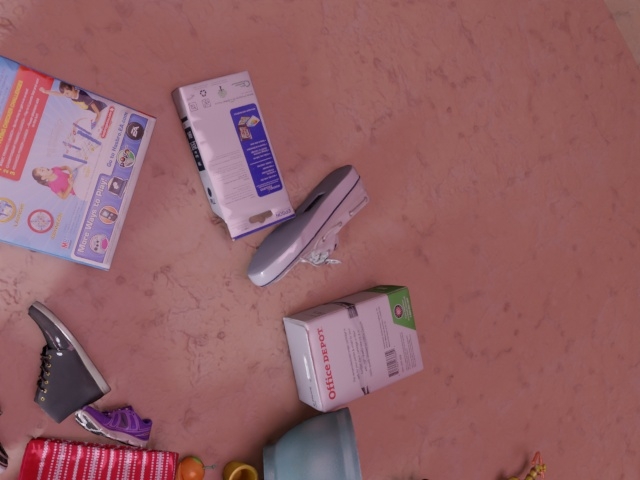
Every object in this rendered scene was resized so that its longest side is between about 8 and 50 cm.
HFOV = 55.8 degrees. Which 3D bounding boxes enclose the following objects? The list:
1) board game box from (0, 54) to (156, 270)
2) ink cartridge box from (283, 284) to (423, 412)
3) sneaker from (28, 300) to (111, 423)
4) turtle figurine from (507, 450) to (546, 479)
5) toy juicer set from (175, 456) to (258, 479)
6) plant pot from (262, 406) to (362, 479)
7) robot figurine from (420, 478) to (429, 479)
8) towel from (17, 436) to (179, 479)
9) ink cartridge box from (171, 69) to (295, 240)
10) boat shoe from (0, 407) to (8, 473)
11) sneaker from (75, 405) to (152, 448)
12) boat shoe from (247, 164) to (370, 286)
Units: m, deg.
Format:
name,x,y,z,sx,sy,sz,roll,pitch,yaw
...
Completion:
name,x,y,z,sx,sy,sz,roll,pitch,yaw
board game box,-0.494,-0.132,1.096,0.302,0.086,0.308,20,80,-28
ink cartridge box,0.077,0.240,1.403,0.289,0.121,0.211,-14,97,-29
sneaker,-0.491,0.225,1.100,0.118,0.083,0.222,-37,108,-24
turtle figurine,0.562,0.744,1.703,0.269,0.087,0.217,-43,118,-32
toy juicer set,-0.266,0.603,1.226,0.209,0.089,0.329,24,79,-28
plant pot,-0.018,0.516,1.283,0.196,0.293,0.293,-6,94,-3
robot figurine,0.248,0.738,1.478,0.173,0.209,0.278,-1,90,-72
towel,-0.408,0.467,1.089,0.274,0.031,0.199,10,58,-12
ink cartridge box,-0.182,-0.179,1.288,0.165,0.065,0.333,-22,99,-28
boat shoe,-0.593,0.304,1.045,0.070,0.077,0.219,-32,104,-25
sneaker,-0.396,0.347,1.164,0.170,0.068,0.071,44,54,-45
boat shoe,-0.005,-0.001,1.363,0.156,0.136,0.367,53,57,-22
